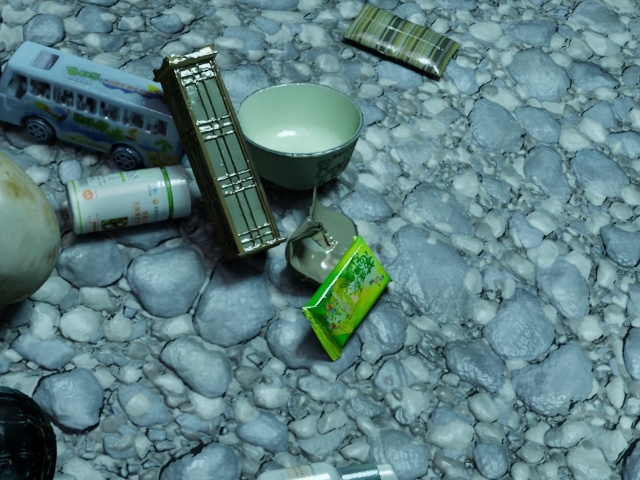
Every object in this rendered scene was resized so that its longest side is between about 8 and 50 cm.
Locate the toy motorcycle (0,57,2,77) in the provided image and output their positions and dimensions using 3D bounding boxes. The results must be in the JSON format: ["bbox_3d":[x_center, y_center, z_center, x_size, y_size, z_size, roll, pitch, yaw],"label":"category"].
[{"bbox_3d":[-0.719,-0.250,1.820,0.358,0.125,0.212,10,42,-3],"label":"toy motorcycle"}]

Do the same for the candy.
[{"bbox_3d":[0.041,0.084,1.682,0.102,0.032,0.178,53,55,-22],"label":"candy"}]

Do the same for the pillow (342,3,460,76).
[{"bbox_3d":[0.154,-0.378,2.103,0.203,0.038,0.113,24,52,9],"label":"pillow"}]

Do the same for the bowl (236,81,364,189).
[{"bbox_3d":[-0.035,-0.159,1.839,0.211,0.112,0.211,1,40,-1],"label":"bowl"}]

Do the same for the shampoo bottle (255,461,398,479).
[{"bbox_3d":[0.011,0.330,1.489,0.192,0.074,0.074,-7,53,-14],"label":"shampoo bottle"}]

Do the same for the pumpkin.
[{"bbox_3d":[-0.474,0.270,1.333,0.315,0.315,0.238,11,72,0],"label":"pumpkin"}]

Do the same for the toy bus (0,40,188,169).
[{"bbox_3d":[-0.368,-0.217,1.830,0.330,0.136,0.109,18,49,4],"label":"toy bus"}]

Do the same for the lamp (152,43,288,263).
[{"bbox_3d":[-0.157,-0.130,1.722,0.089,0.090,0.325,-21,90,-25],"label":"lamp"}]

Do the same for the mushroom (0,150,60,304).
[{"bbox_3d":[-0.525,-0.001,1.557,0.297,0.297,0.290,33,77,17],"label":"mushroom"}]

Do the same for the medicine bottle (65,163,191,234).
[{"bbox_3d":[-0.301,-0.065,1.751,0.183,0.086,0.086,-10,54,-16],"label":"medicine bottle"}]

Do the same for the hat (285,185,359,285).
[{"bbox_3d":[0.000,0.000,1.766,0.147,0.085,0.175,43,23,-25],"label":"hat"}]
